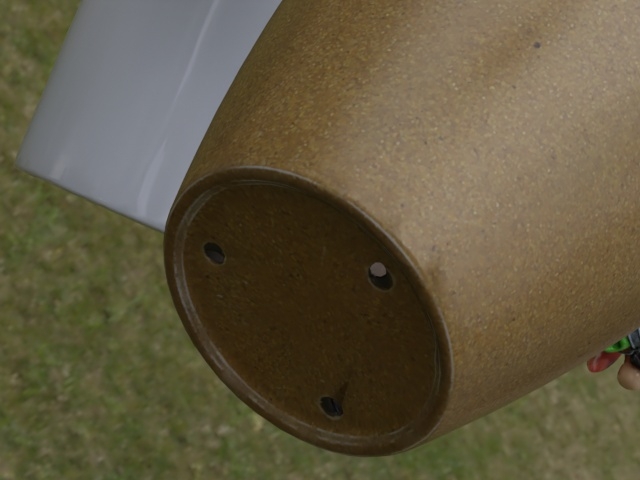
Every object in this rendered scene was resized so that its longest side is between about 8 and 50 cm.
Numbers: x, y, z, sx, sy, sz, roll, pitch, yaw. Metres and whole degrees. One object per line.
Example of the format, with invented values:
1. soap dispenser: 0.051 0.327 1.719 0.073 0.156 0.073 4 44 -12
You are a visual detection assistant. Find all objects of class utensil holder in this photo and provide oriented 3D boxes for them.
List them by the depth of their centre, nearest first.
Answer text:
1. utensil holder: -0.091 -0.186 1.371 0.328 0.385 0.327 24 -3 1

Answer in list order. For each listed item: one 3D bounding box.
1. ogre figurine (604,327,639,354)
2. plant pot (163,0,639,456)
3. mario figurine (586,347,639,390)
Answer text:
1. ogre figurine: 0.332 0.019 1.254 0.197 0.118 0.097 -54 141 -27
2. plant pot: 0.063 -0.037 0.544 0.237 0.237 0.254 54 46 -9
3. mario figurine: 0.414 0.131 1.500 0.170 0.320 0.198 -46 136 -40
